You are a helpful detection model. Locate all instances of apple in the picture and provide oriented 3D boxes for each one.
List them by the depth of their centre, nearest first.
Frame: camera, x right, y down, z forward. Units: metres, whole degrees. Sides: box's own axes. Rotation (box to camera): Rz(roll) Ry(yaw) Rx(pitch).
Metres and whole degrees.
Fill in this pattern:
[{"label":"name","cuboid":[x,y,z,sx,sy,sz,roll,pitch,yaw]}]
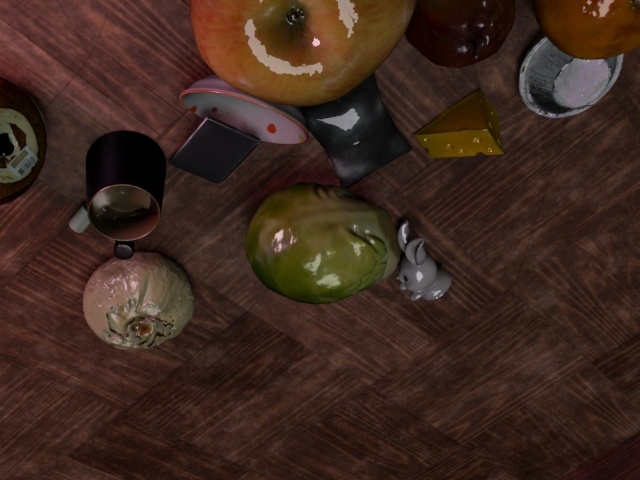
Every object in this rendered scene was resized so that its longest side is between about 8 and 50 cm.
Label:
[{"label":"apple","cuboid":[-0.032,-0.413,1.253,0.391,0.346,0.391,-3,129,-3]}]

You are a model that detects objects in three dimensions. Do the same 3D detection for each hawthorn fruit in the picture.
[{"label":"hawthorn fruit","cuboid":[0.262,-0.404,1.388,0.208,0.248,0.208,-9,134,-9]}]

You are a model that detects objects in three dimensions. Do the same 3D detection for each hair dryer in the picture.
[{"label":"hair dryer","cuboid":[-0.487,-0.035,1.672,0.124,0.038,0.063,25,122,-38]}]

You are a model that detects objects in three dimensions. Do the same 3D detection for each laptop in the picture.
[{"label":"laptop","cuboid":[-0.222,-0.185,1.579,0.129,0.016,0.180,22,140,-28]}]

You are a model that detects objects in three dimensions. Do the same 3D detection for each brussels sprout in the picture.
[{"label":"brussels sprout","cuboid":[0.000,0.000,1.666,0.344,0.344,0.268,-8,97,-6]}]

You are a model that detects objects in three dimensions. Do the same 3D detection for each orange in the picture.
[{"label":"orange","cuboid":[0.523,-0.468,1.400,0.261,0.261,0.261,-6,130,-8]}]

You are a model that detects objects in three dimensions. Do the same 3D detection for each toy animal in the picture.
[{"label":"toy animal","cuboid":[0.227,0.059,1.860,0.130,0.104,0.221,-29,129,13]}]

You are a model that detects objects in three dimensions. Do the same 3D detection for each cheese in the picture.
[{"label":"cheese","cuboid":[0.300,-0.232,1.656,0.171,0.126,0.093,-19,140,28]}]

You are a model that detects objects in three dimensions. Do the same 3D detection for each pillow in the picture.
[{"label":"pillow","cuboid":[0.076,-0.228,1.587,0.186,0.106,0.250,-32,132,5]}]

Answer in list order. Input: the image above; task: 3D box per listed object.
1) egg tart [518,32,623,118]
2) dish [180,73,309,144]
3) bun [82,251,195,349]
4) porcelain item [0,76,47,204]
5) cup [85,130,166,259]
[{"label":"egg tart","cuboid":[0.536,-0.353,1.596,0.234,0.094,0.234,-6,132,-7]},{"label":"dish","cuboid":[-0.135,-0.272,1.465,0.260,0.260,0.085,21,80,-27]},{"label":"bun","cuboid":[-0.428,0.155,1.764,0.259,0.152,0.259,-6,133,-7]},{"label":"porcelain item","cuboid":[-0.649,-0.189,1.414,0.252,0.253,0.253,-6,130,-8]},{"label":"cup","cuboid":[-0.386,-0.081,1.557,0.166,0.177,0.239,-18,131,1]}]
